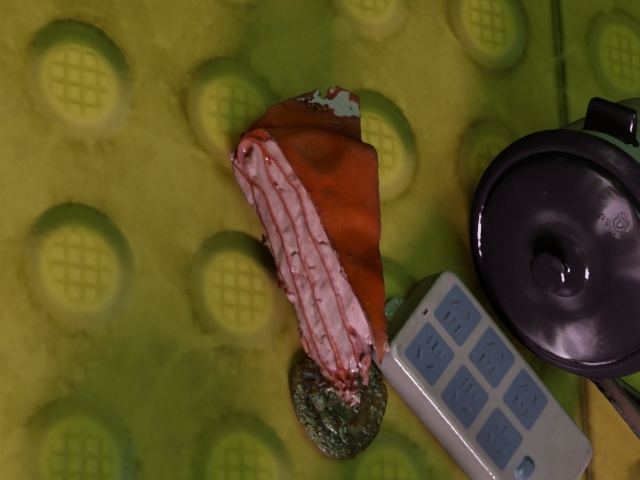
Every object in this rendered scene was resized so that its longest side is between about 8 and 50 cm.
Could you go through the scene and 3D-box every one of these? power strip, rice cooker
[{"bbox_3d":[0.152,0.153,1.821,0.270,0.046,0.118,51,51,-17],"label":"power strip"},{"bbox_3d":[0.275,-0.004,1.843,0.227,0.241,0.281,-25,130,-45],"label":"rice cooker"}]

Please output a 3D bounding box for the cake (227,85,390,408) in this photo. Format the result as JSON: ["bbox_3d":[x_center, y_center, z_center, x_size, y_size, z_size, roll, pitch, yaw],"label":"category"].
[{"bbox_3d":[-0.004,0.003,1.696,0.135,0.098,0.287,10,61,-42],"label":"cake"}]

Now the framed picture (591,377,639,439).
[{"bbox_3d":[0.390,0.245,1.863,0.232,0.315,0.024,34,102,-28],"label":"framed picture"}]

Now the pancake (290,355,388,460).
[{"bbox_3d":[0.018,0.141,1.730,0.108,0.017,0.108,13,69,-36],"label":"pancake"}]
